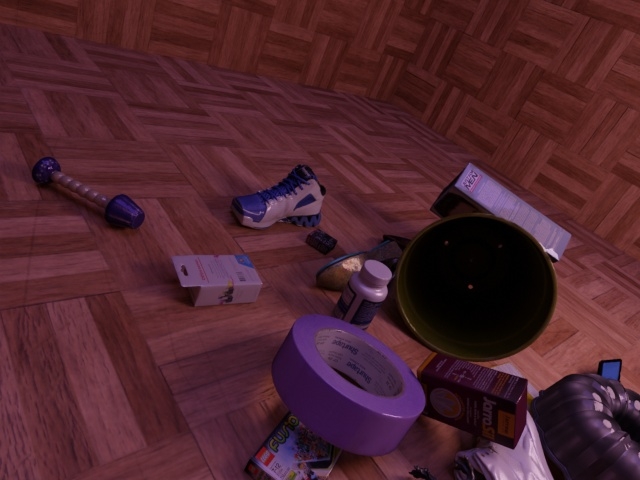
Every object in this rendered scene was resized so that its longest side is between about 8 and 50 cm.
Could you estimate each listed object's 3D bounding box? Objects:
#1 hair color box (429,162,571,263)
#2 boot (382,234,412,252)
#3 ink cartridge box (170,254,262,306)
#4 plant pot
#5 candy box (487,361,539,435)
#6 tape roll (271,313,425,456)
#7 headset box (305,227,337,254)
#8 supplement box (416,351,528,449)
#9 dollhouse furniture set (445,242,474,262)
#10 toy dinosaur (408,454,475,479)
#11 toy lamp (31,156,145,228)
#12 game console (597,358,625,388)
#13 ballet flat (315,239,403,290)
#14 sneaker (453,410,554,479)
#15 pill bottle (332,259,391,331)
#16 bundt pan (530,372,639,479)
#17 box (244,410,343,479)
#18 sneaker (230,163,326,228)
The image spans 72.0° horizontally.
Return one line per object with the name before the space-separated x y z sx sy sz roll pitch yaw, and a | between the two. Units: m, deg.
hair color box | 0.555 -0.059 1.386 0.374 0.185 0.113 37 68 4
boot | 0.248 0.042 1.402 0.082 0.106 0.219 10 4 -17
ink cartridge box | -0.234 0.086 0.971 0.181 0.061 0.104 2 36 -35
plant pot | 0.416 0.088 1.206 0.366 0.366 0.353 31 18 12
candy box | 0.496 0.385 1.059 0.105 0.027 0.206 3 36 -37
tape roll | 0.051 0.253 0.813 0.275 0.090 0.275 28 14 -8
headset box | 0.000 0.000 1.313 0.083 0.032 0.062 31 29 14
supplement box | 0.286 0.299 0.841 0.188 0.104 0.081 9 22 37
dollhouse furniture set | 0.529 0.022 1.513 0.129 0.183 0.129 17 30 -12
toy dinosaur | 0.211 0.424 0.718 0.268 0.064 0.118 -1 35 -2
toy lamp | -0.544 -0.110 1.046 0.275 0.080 0.080 29 30 7
game console | 0.840 0.400 1.244 0.122 0.071 0.107 6 34 -29
ballet flat | 0.132 0.083 1.207 0.123 0.123 0.349 40 33 25
sneaker | 0.328 0.392 0.844 0.169 0.108 0.292 18 31 -17
pill bottle | 0.100 0.131 1.034 0.094 0.169 0.094 18 30 -11
bundt pan | 0.620 0.410 0.907 0.331 0.124 0.331 18 31 -11
box | -0.021 0.340 0.743 0.114 0.036 0.207 32 30 14
sneaker | -0.105 -0.142 1.314 0.316 0.182 0.127 -4 38 -40
